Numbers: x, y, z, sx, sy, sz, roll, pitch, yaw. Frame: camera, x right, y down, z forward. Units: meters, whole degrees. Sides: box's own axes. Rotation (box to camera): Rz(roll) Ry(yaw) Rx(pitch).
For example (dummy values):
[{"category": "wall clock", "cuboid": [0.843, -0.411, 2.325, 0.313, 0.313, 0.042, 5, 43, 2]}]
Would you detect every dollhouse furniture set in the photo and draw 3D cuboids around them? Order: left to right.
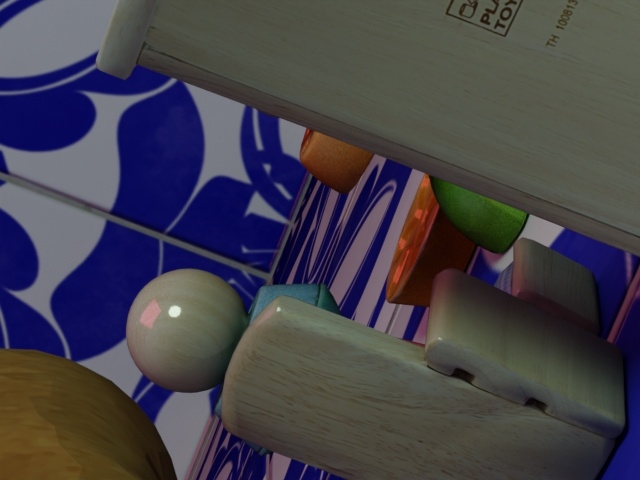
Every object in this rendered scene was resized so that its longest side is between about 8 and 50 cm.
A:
[{"category": "dollhouse furniture set", "cuboid": [0.048, -0.106, 0.696, 0.303, 0.198, 0.286, -78, 10, -60]}]

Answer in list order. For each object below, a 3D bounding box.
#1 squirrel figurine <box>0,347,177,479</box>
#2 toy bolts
[{"category": "squirrel figurine", "cuboid": [-0.100, 0.143, 0.292, 0.397, 0.370, 0.281, -81, 13, -65]}, {"category": "toy bolts", "cuboid": [0.000, 0.000, 0.964, 0.218, 0.158, 0.228, 132, 158, -75]}]
